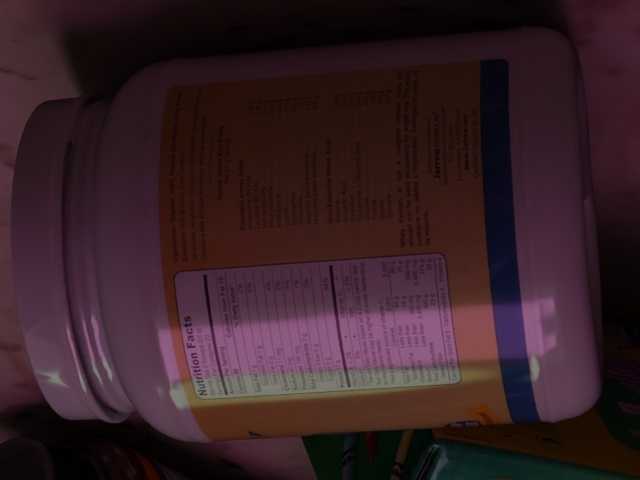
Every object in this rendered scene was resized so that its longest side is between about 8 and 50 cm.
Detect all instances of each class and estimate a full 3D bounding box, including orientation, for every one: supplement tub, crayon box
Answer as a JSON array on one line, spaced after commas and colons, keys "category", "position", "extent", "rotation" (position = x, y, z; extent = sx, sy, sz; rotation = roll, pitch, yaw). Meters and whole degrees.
[{"category": "supplement tub", "position": [-0.101, 0.171, 1.080], "extent": [0.106, 0.106, 0.198], "rotation": [-21, 143, 33]}, {"category": "supplement tub", "position": [0.000, 0.000, 0.737], "extent": [0.200, 0.144, 0.144], "rotation": [-4, 150, 10]}, {"category": "crayon box", "position": [0.137, 0.100, 0.874], "extent": [0.278, 0.165, 0.081], "rotation": [14, 113, -20]}]
